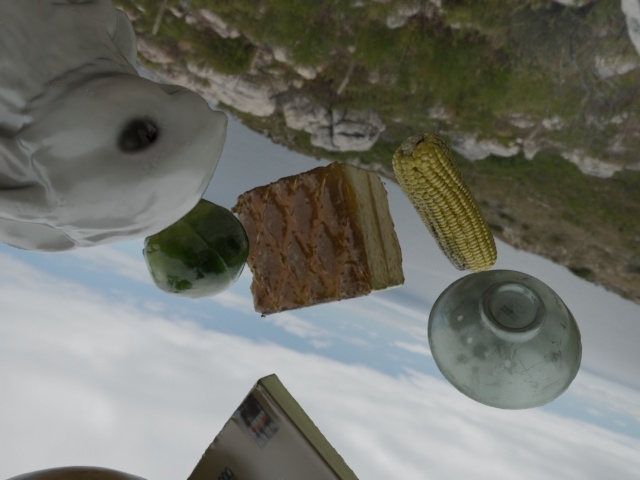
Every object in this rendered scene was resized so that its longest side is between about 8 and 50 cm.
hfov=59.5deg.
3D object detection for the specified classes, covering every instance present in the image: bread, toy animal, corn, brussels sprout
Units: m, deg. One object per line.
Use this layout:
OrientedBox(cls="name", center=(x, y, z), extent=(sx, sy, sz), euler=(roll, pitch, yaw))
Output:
OrientedBox(cls="bread", center=(0.000, 0.000, 1.172), extent=(0.279, 0.279, 0.207), euler=(-18, 170, 29))
OrientedBox(cls="toy animal", center=(-0.252, -0.124, 0.465), extent=(0.357, 0.258, 0.194), euler=(44, 150, 20))
OrientedBox(cls="corn", center=(0.156, -0.042, 0.691), extent=(0.203, 0.072, 0.072), euler=(53, 161, -25))
OrientedBox(cls="brussels sprout", center=(-0.172, 0.017, 0.775), extent=(0.155, 0.155, 0.117), euler=(16, 139, 49))

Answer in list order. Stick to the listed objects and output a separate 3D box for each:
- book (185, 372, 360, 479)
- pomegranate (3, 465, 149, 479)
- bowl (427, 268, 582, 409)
OrientedBox(cls="book", center=(0.011, 0.279, 0.424), extent=(0.310, 0.217, 0.021), euler=(46, -145, 18))
OrientedBox(cls="pomegranate", center=(-0.293, 0.466, 0.640), extent=(0.412, 0.411, 0.411), euler=(20, 176, 1))
OrientedBox(cls="bowl", center=(0.373, 0.161, 1.115), extent=(0.313, 0.313, 0.146), euler=(19, 151, 19))
